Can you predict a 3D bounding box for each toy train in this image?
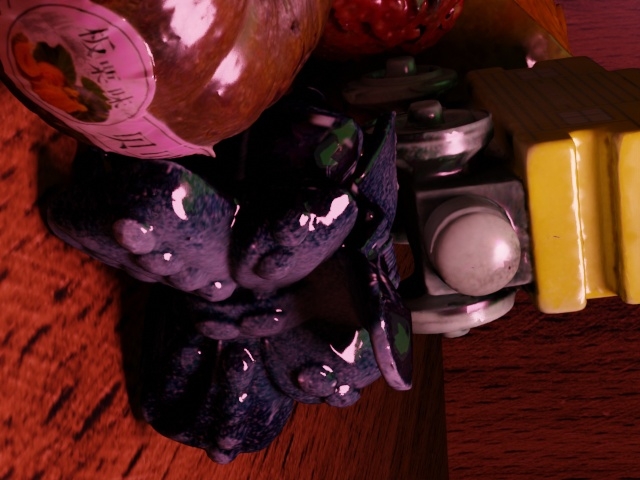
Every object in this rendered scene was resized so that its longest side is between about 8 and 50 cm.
[{"bbox_3d":[0.165,-0.054,1.271,0.442,0.272,0.179,-97,180,-75],"label":"toy train"}]

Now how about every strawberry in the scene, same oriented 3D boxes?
[{"bbox_3d":[0.030,-0.283,1.462,0.288,0.250,0.239,-2,-86,60],"label":"strawberry"}]

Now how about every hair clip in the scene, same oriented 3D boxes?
[{"bbox_3d":[-0.042,0.009,1.022,0.310,0.206,0.194,76,15,-53],"label":"hair clip"}]

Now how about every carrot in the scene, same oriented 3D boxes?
[{"bbox_3d":[0.156,-0.178,1.610,0.341,0.241,0.241,-51,166,-3],"label":"carrot"}]

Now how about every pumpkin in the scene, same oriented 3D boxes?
[{"bbox_3d":[-0.077,-0.178,0.817,0.260,0.189,0.260,-3,90,-70],"label":"pumpkin"}]

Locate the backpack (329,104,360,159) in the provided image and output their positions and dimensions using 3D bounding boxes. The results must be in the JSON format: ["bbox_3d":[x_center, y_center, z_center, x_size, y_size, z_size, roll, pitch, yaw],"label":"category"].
[{"bbox_3d":[0.000,0.000,1.504,0.207,0.140,0.253,53,32,-71],"label":"backpack"}]

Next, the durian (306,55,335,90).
[{"bbox_3d":[0.097,-0.173,1.861,0.293,0.258,0.258,90,2,-74],"label":"durian"}]
